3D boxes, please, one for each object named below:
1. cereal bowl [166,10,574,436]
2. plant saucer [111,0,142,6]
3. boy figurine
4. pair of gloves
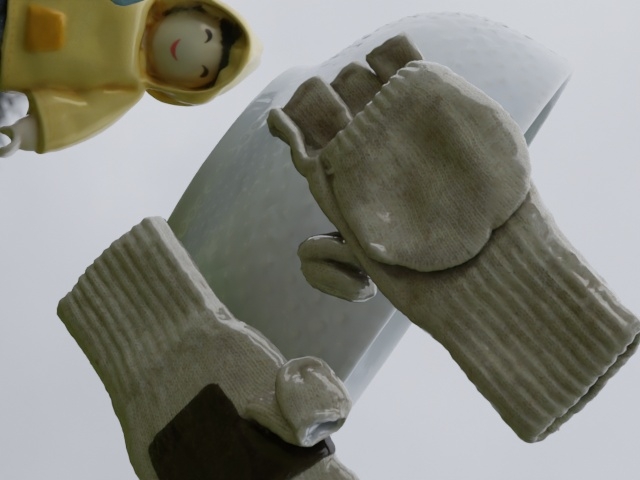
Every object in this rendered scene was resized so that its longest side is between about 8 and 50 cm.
[{"bbox_3d":[0.000,0.000,1.008,0.141,0.339,0.339,35,-40,7],"label":"cereal bowl"},{"bbox_3d":[-0.045,-0.131,0.400,0.192,0.067,0.018,72,0,-57],"label":"plant saucer"},{"bbox_3d":[-0.180,-0.139,1.172,0.092,0.285,0.177,173,-71,-78],"label":"boy figurine"},{"bbox_3d":[0.001,0.033,0.761,0.240,0.042,0.204,-37,-116,13],"label":"pair of gloves"}]
